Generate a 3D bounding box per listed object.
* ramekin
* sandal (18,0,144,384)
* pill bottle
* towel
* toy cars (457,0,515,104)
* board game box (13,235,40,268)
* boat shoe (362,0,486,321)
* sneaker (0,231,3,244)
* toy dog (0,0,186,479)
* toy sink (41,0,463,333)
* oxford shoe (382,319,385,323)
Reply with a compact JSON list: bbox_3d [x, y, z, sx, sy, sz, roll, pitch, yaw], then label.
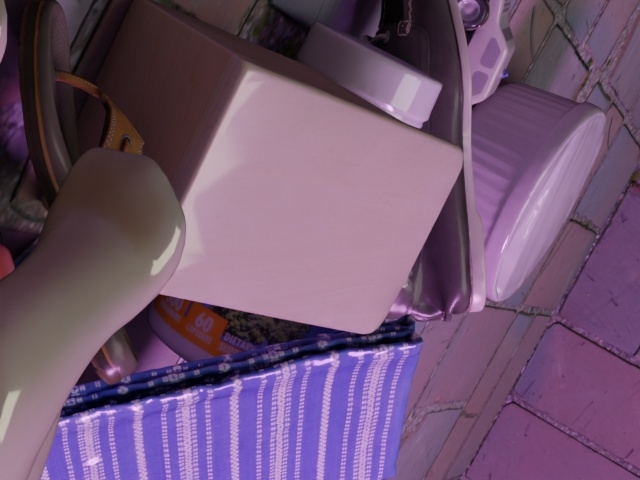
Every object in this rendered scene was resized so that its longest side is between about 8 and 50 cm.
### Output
[{"bbox_3d":[0.229,-0.069,1.694,0.273,0.127,0.273,-51,160,-26],"label":"ramekin"},{"bbox_3d":[-0.124,-0.030,0.781,0.090,0.060,0.219,145,-68,-87],"label":"sandal"},{"bbox_3d":[-0.015,-0.026,1.082,0.272,0.152,0.152,-64,161,11],"label":"pill bottle"},{"bbox_3d":[-0.090,0.165,1.053,0.336,0.040,0.243,-11,146,-11],"label":"towel"},{"bbox_3d":[0.110,-0.097,1.344,0.394,0.087,0.176,-59,170,-23],"label":"toy cars"},{"bbox_3d":[-0.199,0.083,0.814,0.160,0.039,0.211,-61,-173,3],"label":"board game box"},{"bbox_3d":[0.073,-0.094,1.161,0.112,0.095,0.335,-161,-116,-80],"label":"boat shoe"},{"bbox_3d":[-0.262,0.072,0.741,0.235,0.084,0.097,-52,-179,-16],"label":"sneaker"},{"bbox_3d":[-0.225,0.060,0.476,0.395,0.284,0.408,-52,162,-7],"label":"toy dog"},{"bbox_3d":[-0.042,-0.045,0.928,0.234,0.131,0.153,14,106,-48],"label":"toy sink"},{"bbox_3d":[0.005,0.139,1.499,0.096,0.082,0.227,-21,137,-56],"label":"oxford shoe"}]
